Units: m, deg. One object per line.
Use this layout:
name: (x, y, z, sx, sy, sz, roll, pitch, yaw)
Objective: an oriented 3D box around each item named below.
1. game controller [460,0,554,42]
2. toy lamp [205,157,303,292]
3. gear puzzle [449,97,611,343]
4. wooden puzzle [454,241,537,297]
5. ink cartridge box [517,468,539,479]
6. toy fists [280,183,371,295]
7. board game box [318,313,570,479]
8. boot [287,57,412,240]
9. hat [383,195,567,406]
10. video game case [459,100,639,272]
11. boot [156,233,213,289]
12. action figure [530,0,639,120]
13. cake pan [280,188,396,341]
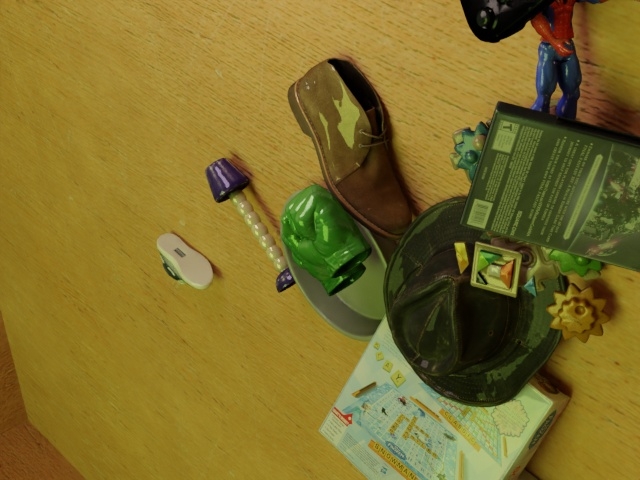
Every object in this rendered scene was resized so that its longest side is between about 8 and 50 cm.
game controller: (0.196, -0.396, 1.291, 0.166, 0.067, 0.319, -42, 60, 59)
toy lamp: (-0.126, -0.032, 2.099, 0.274, 0.080, 0.080, 57, 148, 7)
gear puzzle: (0.294, -0.009, 1.489, 0.176, 0.044, 0.338, -16, 103, 27)
wooden puzzle: (0.238, 0.041, 1.516, 0.116, 0.014, 0.078, 8, 118, 27)
ink cartridge box: (0.300, 0.526, 1.893, 0.272, 0.130, 0.309, 36, 140, 34)
toy fists: (0.000, 0.000, 1.769, 0.142, 0.096, 0.279, 56, 172, 11)
board game box: (0.187, 0.281, 1.781, 0.319, 0.066, 0.318, 41, 113, 30)
boot: (0.064, -0.143, 1.730, 0.115, 0.112, 0.305, -35, 83, 46)
hat: (0.188, 0.100, 1.632, 0.331, 0.134, 0.331, 10, 105, 40)
video game case: (0.325, -0.057, 1.357, 0.274, 0.026, 0.196, 14, 136, 4)
boot: (-0.290, 0.065, 2.428, 0.190, 0.069, 0.086, 45, 153, 38)
action figure: (0.302, -0.212, 1.316, 0.139, 0.092, 0.280, -149, 47, -61)
cake pan: (0.043, 0.035, 1.938, 0.293, 0.054, 0.293, 35, 140, 35)
